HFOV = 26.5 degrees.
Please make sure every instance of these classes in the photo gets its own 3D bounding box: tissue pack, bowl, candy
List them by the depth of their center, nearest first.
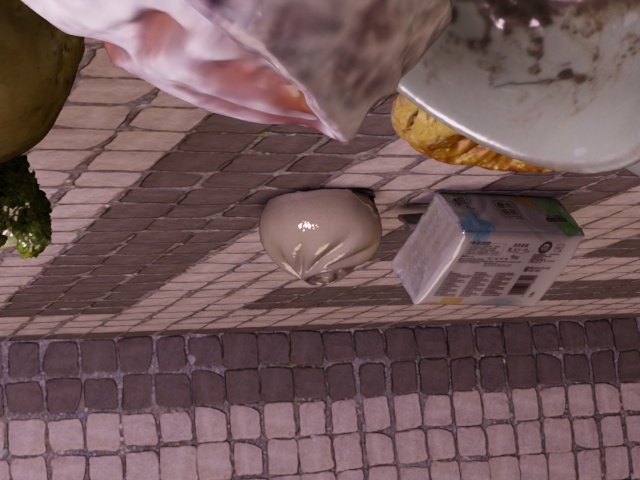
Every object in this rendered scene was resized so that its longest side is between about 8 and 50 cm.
[{"bbox_3d":[-0.072,-0.160,0.683,0.289,0.157,0.214,37,179,-22],"label":"candy"},{"bbox_3d":[0.114,-0.188,0.764,0.146,0.289,0.289,-48,-178,-18],"label":"bowl"},{"bbox_3d":[0.233,-0.003,1.978,0.229,0.145,0.159,1,135,-33],"label":"tissue pack"}]

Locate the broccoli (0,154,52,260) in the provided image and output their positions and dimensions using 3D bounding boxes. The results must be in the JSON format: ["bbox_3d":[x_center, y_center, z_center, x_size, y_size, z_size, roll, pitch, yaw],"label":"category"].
[{"bbox_3d":[-0.394,-0.028,1.120,0.321,0.283,0.304,11,-177,13],"label":"broccoli"}]

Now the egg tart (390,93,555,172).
[{"bbox_3d":[0.224,-0.148,1.181,0.341,0.132,0.341,-5,170,-1],"label":"egg tart"}]

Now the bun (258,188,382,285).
[{"bbox_3d":[0.000,0.000,1.859,0.173,0.119,0.173,-3,168,-1],"label":"bun"}]

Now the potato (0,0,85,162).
[{"bbox_3d":[-0.311,-0.128,0.918,0.308,0.173,0.210,-1,170,-15],"label":"potato"}]

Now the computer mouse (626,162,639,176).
[{"bbox_3d":[0.466,-0.100,1.703,0.231,0.079,0.128,5,163,-31],"label":"computer mouse"}]
